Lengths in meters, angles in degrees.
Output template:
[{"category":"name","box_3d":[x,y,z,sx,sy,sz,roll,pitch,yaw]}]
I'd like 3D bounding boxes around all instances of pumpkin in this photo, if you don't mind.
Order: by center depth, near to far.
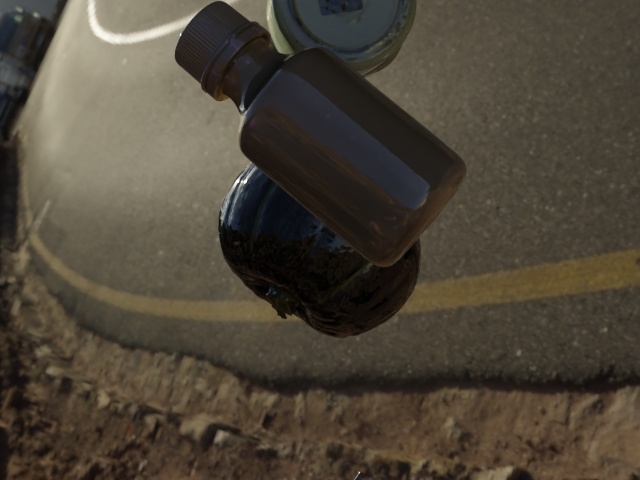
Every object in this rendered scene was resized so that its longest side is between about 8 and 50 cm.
[{"category":"pumpkin","box_3d":[0.000,0.000,1.333,0.241,0.323,0.323,-54,19,-19]}]

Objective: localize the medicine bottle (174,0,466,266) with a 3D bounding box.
[{"category":"medicine bottle","box_3d":[-0.007,-0.095,0.721,0.114,0.252,0.114,-49,-6,-7]}]

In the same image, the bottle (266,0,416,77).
[{"category":"bottle","box_3d":[0.022,-0.344,1.381,0.352,0.229,0.229,-169,104,-84]}]

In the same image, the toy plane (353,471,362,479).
[{"category":"toy plane","box_3d":[0.110,0.277,0.582,0.273,0.107,0.182,2,60,40]}]
